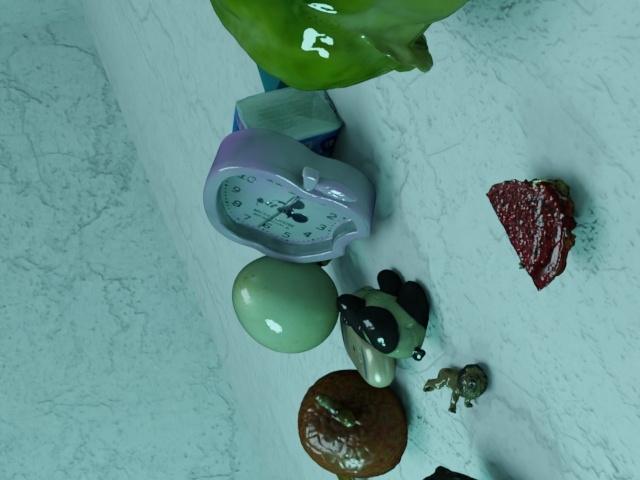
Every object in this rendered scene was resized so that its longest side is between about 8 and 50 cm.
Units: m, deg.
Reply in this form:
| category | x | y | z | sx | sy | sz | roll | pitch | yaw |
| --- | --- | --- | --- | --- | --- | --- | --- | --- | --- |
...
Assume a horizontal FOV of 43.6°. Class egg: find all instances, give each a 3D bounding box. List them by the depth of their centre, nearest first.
| category | x | y | z | sx | sy | sz | roll | pitch | yaw |
| --- | --- | --- | --- | --- | --- | --- | --- | --- | --- |
| egg | -0.081 | 0.133 | 1.767 | 0.295 | 0.218 | 0.218 | 38 | -167 | -52 |

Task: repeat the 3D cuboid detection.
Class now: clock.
| category | x | y | z | sx | sy | sz | roll | pitch | yaw |
| --- | --- | --- | --- | --- | --- | --- | --- | --- | --- |
| clock | -0.066 | -0.084 | 1.571 | 0.338 | 0.339 | 0.102 | 111 | 173 | -60 |

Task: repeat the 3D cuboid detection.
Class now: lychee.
| category | x | y | z | sx | sy | sz | roll | pitch | yaw |
| --- | --- | --- | --- | --- | --- | --- | --- | --- | --- |
| lychee | 0.073 | 0.406 | 1.787 | 0.255 | 0.255 | 0.300 | 52 | 166 | 40 |

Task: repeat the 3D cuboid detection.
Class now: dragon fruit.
| category | x | y | z | sx | sy | sz | roll | pitch | yaw |
| --- | --- | --- | --- | --- | --- | --- | --- | --- | --- |
| dragon fruit | 0.304 | -0.026 | 1.056 | 0.106 | 0.083 | 0.162 | -54 | 47 | 50 |

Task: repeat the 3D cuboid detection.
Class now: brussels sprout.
| category | x | y | z | sx | sy | sz | roll | pitch | yaw |
| --- | --- | --- | --- | --- | --- | --- | --- | --- | --- |
| brussels sprout | 0.016 | -0.392 | 0.931 | 0.343 | 0.361 | 0.424 | 2 | 106 | 35 |

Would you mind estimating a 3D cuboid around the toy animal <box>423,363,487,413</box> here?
| category | x | y | z | sx | sy | sz | roll | pitch | yaw |
| --- | --- | --- | --- | --- | --- | --- | --- | --- | --- |
| toy animal | 0.247 | 0.276 | 1.476 | 0.220 | 0.069 | 0.086 | 152 | 119 | -64 |

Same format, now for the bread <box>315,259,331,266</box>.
| category | x | y | z | sx | sy | sz | roll | pitch | yaw |
| --- | --- | --- | --- | --- | --- | --- | --- | --- | --- |
| bread | 0.001 | 0.000 | 1.840 | 0.192 | 0.067 | 0.119 | -12 | 95 | 68 |

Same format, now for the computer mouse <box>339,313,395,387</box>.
| category | x | y | z | sx | sy | sz | roll | pitch | yaw |
| --- | --- | --- | --- | --- | --- | --- | --- | --- | --- |
| computer mouse | 0.107 | 0.224 | 1.741 | 0.236 | 0.082 | 0.145 | -131 | 29 | -69 |

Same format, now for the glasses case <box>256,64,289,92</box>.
| category | x | y | z | sx | sy | sz | roll | pitch | yaw |
| --- | --- | --- | --- | --- | --- | --- | --- | --- | --- |
| glasses case | -0.065 | -0.402 | 1.660 | 0.301 | 0.070 | 0.117 | 129 | 125 | -68 |

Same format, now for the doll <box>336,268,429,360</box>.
| category | x | y | z | sx | sy | sz | roll | pitch | yaw |
| --- | --- | --- | --- | --- | --- | --- | --- | --- | --- |
| doll | 0.121 | 0.147 | 1.574 | 0.234 | 0.144 | 0.135 | 31 | 142 | 59 |

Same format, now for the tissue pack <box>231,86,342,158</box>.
| category | x | y | z | sx | sy | sz | roll | pitch | yaw |
| --- | --- | --- | --- | --- | --- | --- | --- | --- | --- |
| tissue pack | -0.089 | -0.195 | 1.705 | 0.146 | 0.198 | 0.263 | 64 | 159 | 22 |

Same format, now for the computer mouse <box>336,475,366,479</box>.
| category | x | y | z | sx | sy | sz | roll | pitch | yaw |
| --- | --- | --- | --- | --- | --- | --- | --- | --- | --- |
| computer mouse | 0.072 | 0.638 | 2.248 | 0.245 | 0.056 | 0.126 | 62 | 158 | 18 |

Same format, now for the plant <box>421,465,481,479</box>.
| category | x | y | z | sx | sy | sz | roll | pitch | yaw |
| --- | --- | --- | --- | --- | --- | --- | --- | --- | --- |
| plant | 0.285 | 0.529 | 1.405 | 0.276 | 0.189 | 0.198 | 24 | 112 | 38 |
